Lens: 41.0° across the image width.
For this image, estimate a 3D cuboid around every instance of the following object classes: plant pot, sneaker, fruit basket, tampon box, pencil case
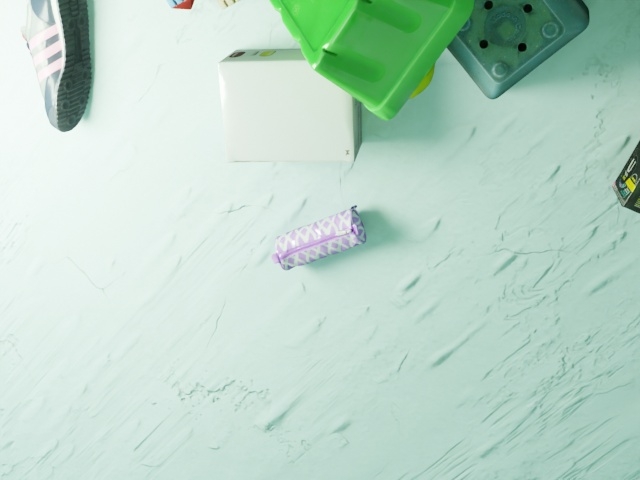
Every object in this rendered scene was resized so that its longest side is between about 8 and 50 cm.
[{"bbox_3d":[0.325,-0.403,1.531,0.248,0.252,0.247,-38,102,21],"label":"plant pot"},{"bbox_3d":[-0.555,-0.388,1.775,0.131,0.112,0.319,16,112,21],"label":"sneaker"},{"bbox_3d":[0.101,-0.376,1.410,0.392,0.392,0.283,34,121,-6],"label":"fruit basket"},{"bbox_3d":[0.659,-0.134,1.660,0.101,0.120,0.161,23,114,-1],"label":"tampon box"},{"bbox_3d":[0.000,0.000,1.843,0.206,0.088,0.086,-22,105,18],"label":"pencil case"}]

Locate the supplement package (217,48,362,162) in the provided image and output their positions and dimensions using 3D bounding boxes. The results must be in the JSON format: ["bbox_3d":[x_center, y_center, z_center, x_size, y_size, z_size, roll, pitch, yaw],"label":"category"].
[{"bbox_3d":[-0.055,-0.271,1.707,0.262,0.145,0.204,1,113,8],"label":"supplement package"}]

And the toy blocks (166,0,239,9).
[{"bbox_3d":[-0.189,-0.563,1.603,0.381,0.191,0.261,-18,118,27],"label":"toy blocks"}]
